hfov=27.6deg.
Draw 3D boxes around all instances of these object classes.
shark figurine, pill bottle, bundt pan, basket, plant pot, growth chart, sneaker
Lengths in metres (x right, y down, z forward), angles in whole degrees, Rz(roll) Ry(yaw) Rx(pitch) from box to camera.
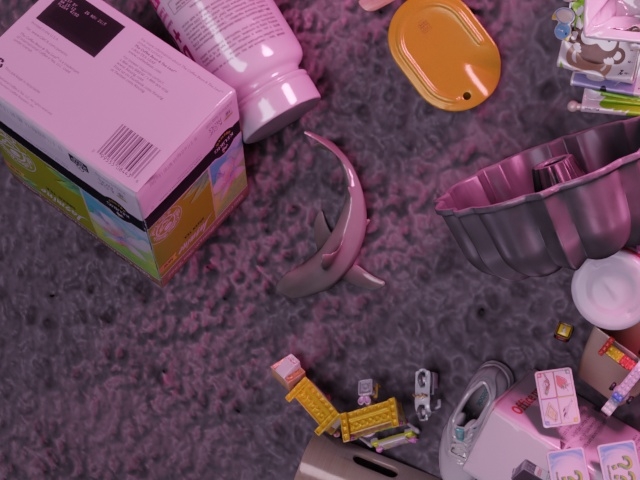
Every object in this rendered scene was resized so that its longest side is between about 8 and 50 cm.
[{"bbox_3d":[0.020,-0.016,1.952,0.166,0.116,0.278,20,111,20],"label":"shark figurine"},{"bbox_3d":[-0.127,-0.297,1.936,0.160,0.160,0.283,-33,85,28],"label":"pill bottle"},{"bbox_3d":[0.320,-0.047,1.682,0.331,0.331,0.124,-17,100,28],"label":"bundt pan"},{"bbox_3d":[0.409,-0.339,1.673,0.113,0.103,0.167,9,102,25],"label":"basket"},{"bbox_3d":[0.418,0.161,1.798,0.109,0.109,0.096,37,126,15],"label":"plant pot"},{"bbox_3d":[0.395,-0.280,1.760,0.172,0.021,0.237,2,100,25],"label":"growth chart"},{"bbox_3d":[0.407,0.047,1.731,0.108,0.180,0.108,6,104,25],"label":"pill bottle"},{"bbox_3d":[0.215,0.280,1.925,0.080,0.094,0.212,23,110,19],"label":"sneaker"}]

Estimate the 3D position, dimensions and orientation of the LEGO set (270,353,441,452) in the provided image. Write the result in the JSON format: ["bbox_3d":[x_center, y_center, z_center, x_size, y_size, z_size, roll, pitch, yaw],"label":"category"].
[{"bbox_3d":[0.054,0.262,2.020,0.287,0.107,0.132,2,67,31],"label":"LEGO set"}]

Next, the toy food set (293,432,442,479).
[{"bbox_3d":[0.046,0.474,2.065,0.220,0.092,0.306,21,111,9],"label":"toy food set"}]

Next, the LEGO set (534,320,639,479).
[{"bbox_3d":[0.376,0.215,1.687,0.182,0.060,0.244,-8,72,5],"label":"LEGO set"}]

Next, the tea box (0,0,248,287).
[{"bbox_3d":[-0.304,-0.154,1.938,0.329,0.323,0.220,35,71,17],"label":"tea box"}]

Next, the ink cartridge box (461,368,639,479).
[{"bbox_3d":[0.358,0.314,1.802,0.273,0.197,0.114,32,113,17],"label":"ink cartridge box"}]

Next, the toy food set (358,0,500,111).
[{"bbox_3d":[0.165,-0.280,1.855,0.128,0.071,0.218,-35,86,4],"label":"toy food set"}]
